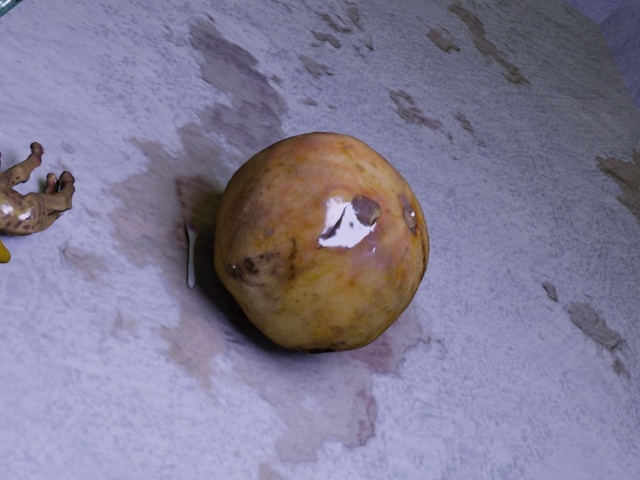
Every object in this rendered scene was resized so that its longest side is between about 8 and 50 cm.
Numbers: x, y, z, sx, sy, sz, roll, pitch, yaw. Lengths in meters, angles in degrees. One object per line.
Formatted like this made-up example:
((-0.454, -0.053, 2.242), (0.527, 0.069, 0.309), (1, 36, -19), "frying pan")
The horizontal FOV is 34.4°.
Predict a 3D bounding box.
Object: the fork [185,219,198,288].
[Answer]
((-0.164, 0.015, 1.316), (0.016, 0.012, 0.115), (19, 41, -24), "fork")

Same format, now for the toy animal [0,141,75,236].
((-0.379, -0.052, 1.121), (0.149, 0.054, 0.275), (48, 34, 10), "toy animal")

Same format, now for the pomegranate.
((0.000, 0.000, 1.293), (0.281, 0.281, 0.281), (29, 36, -24), "pomegranate")

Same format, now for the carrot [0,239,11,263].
((-0.433, -0.119, 0.909), (0.341, 0.241, 0.241), (8, 42, -8), "carrot")

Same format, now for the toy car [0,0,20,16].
((-0.470, -0.262, 1.192), (0.141, 0.097, 0.320), (40, 49, -6), "toy car")
